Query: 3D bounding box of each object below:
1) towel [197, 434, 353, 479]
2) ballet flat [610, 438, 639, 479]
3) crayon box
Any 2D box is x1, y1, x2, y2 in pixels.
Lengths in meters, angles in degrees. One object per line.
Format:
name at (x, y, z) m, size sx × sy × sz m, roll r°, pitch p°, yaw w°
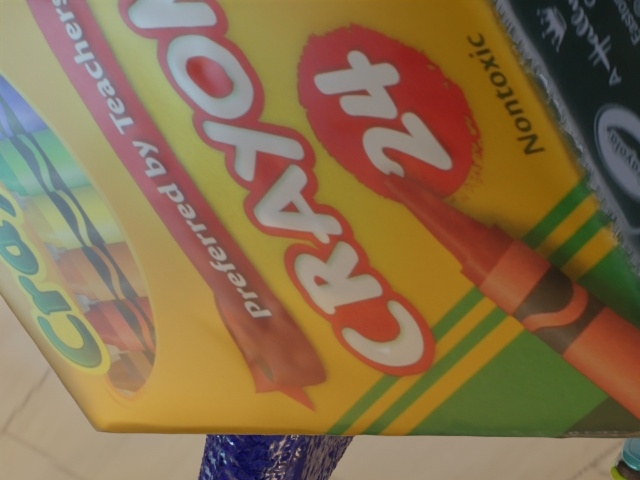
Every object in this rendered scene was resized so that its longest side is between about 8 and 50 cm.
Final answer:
towel at (0.000, 0.000, 0.922) m, size 0.076 × 0.228 × 0.308 m, roll 20°, pitch 118°, yaw 12°
ballet flat at (0.214, 0.110, 0.840) m, size 0.077 × 0.231 × 0.077 m, roll 12°, pitch 110°, yaw 36°
crayon box at (-0.035, -0.041, 0.505) m, size 0.318 × 0.081 × 0.202 m, roll -8°, pitch 121°, yaw 50°
